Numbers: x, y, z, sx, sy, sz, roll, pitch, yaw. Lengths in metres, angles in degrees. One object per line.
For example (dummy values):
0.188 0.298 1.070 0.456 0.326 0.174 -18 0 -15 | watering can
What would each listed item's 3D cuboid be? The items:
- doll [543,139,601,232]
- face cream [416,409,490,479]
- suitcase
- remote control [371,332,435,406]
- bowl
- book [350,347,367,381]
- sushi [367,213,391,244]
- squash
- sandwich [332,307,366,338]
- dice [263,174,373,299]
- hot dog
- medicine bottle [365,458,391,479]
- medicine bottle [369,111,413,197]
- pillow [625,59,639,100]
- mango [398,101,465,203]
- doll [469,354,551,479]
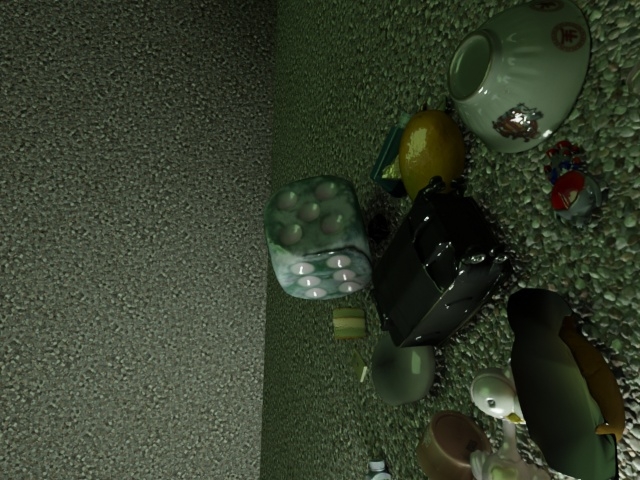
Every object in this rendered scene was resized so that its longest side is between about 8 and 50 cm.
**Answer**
0.476 -0.101 0.838 0.104 0.062 0.194 -32 49 45 | doll
0.319 0.504 1.059 0.149 0.149 0.104 -118 37 -53 | face cream
0.287 0.075 1.118 0.433 0.194 0.283 114 150 -45 | suitcase
0.244 0.380 1.331 0.332 0.104 0.221 128 145 -57 | remote control
0.385 -0.369 0.962 0.337 0.158 0.336 -177 90 -69 | bowl
0.146 0.483 1.701 0.111 0.014 0.077 -126 43 -58 | book
0.199 -0.038 1.554 0.084 0.056 0.083 117 151 -50 | sushi
0.281 -0.297 1.291 0.093 0.170 0.251 -18 -64 -65 | squash
0.080 0.328 1.712 0.187 0.144 0.117 145 126 -64 | sandwich
0.000 0.000 1.550 0.328 0.331 0.348 68 -172 -55 | dice
0.459 0.246 0.792 0.194 0.107 0.325 -26 54 56 | hot dog
0.193 0.798 1.464 0.055 0.074 0.117 140 130 -64 | medicine bottle
0.249 -0.270 1.399 0.079 0.124 0.258 -126 54 -64 | medicine bottle
0.568 -0.297 0.640 0.232 0.038 0.130 113 148 -45 | pillow
0.300 -0.212 1.185 0.177 0.119 0.316 3 106 26 | mango
0.395 0.416 0.917 0.160 0.094 0.364 3 97 38 | doll
